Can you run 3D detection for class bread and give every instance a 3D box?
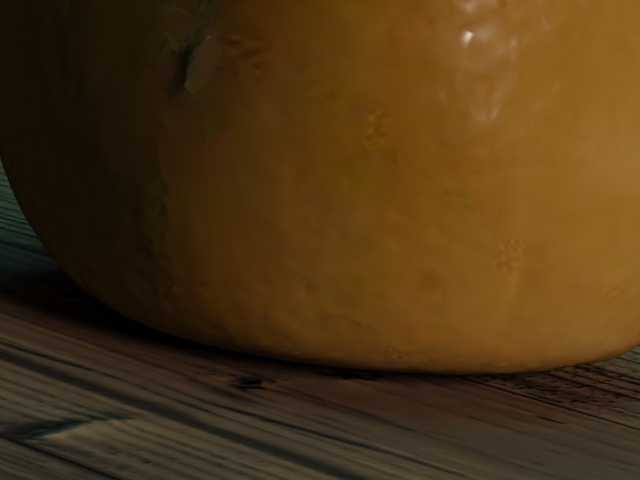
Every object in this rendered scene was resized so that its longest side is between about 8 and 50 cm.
[{"bbox_3d":[0.004,-0.137,0.873,0.348,0.376,0.253,15,13,28],"label":"bread"}]
